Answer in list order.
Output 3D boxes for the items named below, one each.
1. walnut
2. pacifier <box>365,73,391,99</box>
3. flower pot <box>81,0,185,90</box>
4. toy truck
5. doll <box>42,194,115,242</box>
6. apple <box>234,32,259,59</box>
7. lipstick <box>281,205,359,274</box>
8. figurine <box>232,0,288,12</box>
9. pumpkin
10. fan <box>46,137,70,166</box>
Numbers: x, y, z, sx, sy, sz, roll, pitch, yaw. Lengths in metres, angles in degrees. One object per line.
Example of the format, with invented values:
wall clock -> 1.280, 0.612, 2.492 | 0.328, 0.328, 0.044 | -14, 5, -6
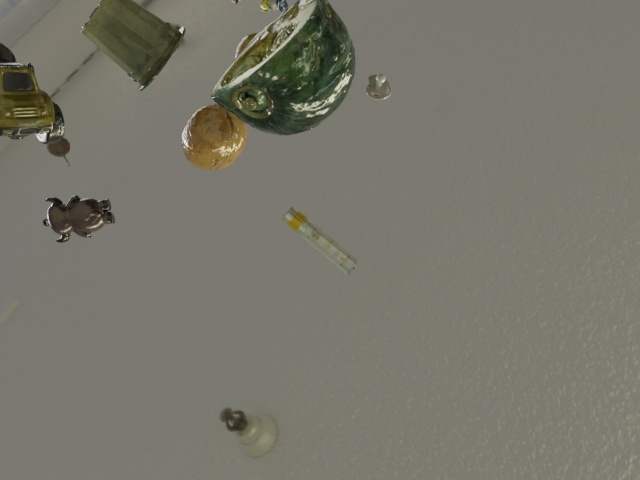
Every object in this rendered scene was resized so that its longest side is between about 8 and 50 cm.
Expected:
walnut -> -0.279, -0.272, 1.452 | 0.197, 0.165, 0.165 | -47, -154, 52
pacifier -> 0.183, -0.479, 1.686 | 0.082, 0.078, 0.099 | 14, -118, -3
flower pot -> -0.492, -0.536, 1.436 | 0.212, 0.203, 0.212 | -38, -150, 27
toy truck -> -0.529, -0.248, 0.905 | 0.224, 0.165, 0.147 | 24, -152, 39
doll -> -0.929, -0.093, 2.106 | 0.258, 0.181, 0.117 | -11, -170, 1
apple -> -0.266, -0.760, 2.345 | 0.237, 0.236, 0.207 | -12, -141, 18
lipstick -> 0.000, 0.000, 1.663 | 0.264, 0.059, 0.059 | 40, -105, 2
figurine -> -0.279, -1.149, 2.466 | 0.283, 0.338, 0.204 | -40, -168, 12
pumpkin -> -0.055, -0.345, 1.157 | 0.293, 0.197, 0.263 | -17, -137, 40
fan -> -1.014, -0.347, 2.155 | 0.085, 0.005, 0.133 | -30, -91, -25
